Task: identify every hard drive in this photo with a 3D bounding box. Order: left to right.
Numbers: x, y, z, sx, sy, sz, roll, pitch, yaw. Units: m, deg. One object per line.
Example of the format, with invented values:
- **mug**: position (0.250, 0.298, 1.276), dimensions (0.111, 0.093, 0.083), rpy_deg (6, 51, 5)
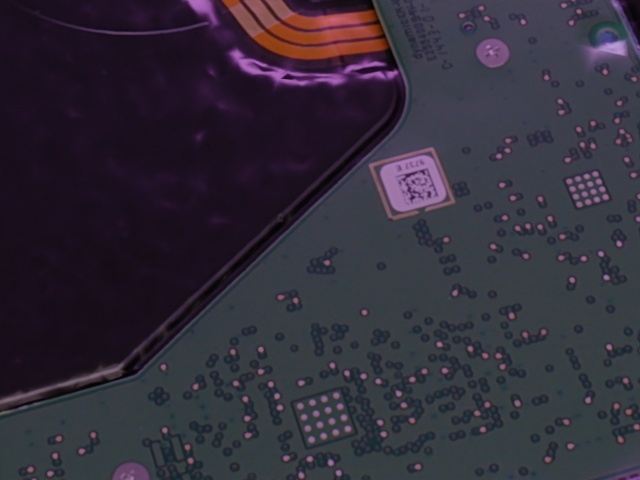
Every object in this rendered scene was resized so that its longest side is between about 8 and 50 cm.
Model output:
- **hard drive**: position (-0.032, -0.044, 0.524), dimensions (0.237, 0.064, 0.339), rpy_deg (-16, 62, -8)
